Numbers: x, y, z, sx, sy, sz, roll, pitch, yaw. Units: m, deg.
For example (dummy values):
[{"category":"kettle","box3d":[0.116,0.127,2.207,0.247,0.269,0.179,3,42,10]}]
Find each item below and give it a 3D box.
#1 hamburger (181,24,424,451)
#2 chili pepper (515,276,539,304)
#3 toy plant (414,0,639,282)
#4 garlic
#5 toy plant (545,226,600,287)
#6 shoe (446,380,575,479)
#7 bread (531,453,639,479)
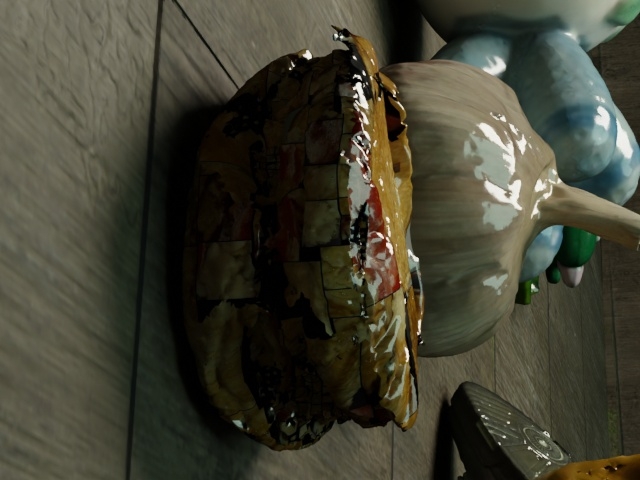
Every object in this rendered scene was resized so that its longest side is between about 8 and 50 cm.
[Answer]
[{"category":"hamburger","box3d":[0.000,0.000,0.780,0.231,0.106,0.231,-8,90,-77]},{"category":"chili pepper","box3d":[0.211,-0.057,1.620,0.099,0.083,0.253,-65,152,-78]},{"category":"toy plant","box3d":[0.167,-0.128,1.257,0.247,0.247,0.332,33,61,-71]},{"category":"garlic","box3d":[0.120,-0.025,1.027,0.218,0.212,0.219,0,90,-80]},{"category":"toy plant","box3d":[0.297,-0.060,1.843,0.232,0.112,0.243,118,-29,-86]},{"category":"shoe","box3d":[0.169,0.262,1.281,0.109,0.149,0.293,17,25,-38]},{"category":"bread","box3d":[0.223,0.349,1.037,0.215,0.398,0.398,31,56,-77]}]
